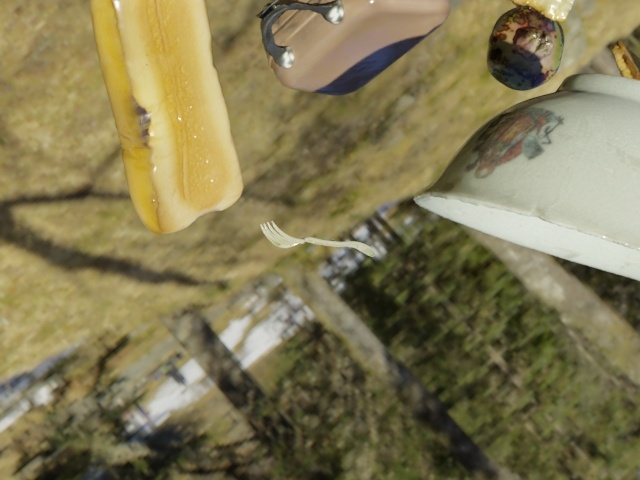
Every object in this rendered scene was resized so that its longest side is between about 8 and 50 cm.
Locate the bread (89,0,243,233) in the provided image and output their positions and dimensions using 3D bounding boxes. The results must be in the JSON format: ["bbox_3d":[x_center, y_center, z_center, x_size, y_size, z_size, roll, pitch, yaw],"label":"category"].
[{"bbox_3d":[-0.175,-0.159,1.253,0.091,0.305,0.142,16,-145,43],"label":"bread"}]

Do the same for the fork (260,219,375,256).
[{"bbox_3d":[0.001,0.006,1.560,0.034,0.028,0.219,-25,154,37],"label":"fork"}]

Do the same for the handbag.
[{"bbox_3d":[0.026,-0.361,1.802,0.283,0.149,0.302,-5,162,-41],"label":"handbag"}]

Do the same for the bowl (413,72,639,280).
[{"bbox_3d":[0.341,-0.074,1.290,0.435,0.435,0.195,19,88,-82],"label":"bowl"}]

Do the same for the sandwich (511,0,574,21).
[{"bbox_3d":[0.236,-0.314,1.105,0.220,0.186,0.108,-1,145,-26],"label":"sandwich"}]

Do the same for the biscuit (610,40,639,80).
[{"bbox_3d":[0.534,-0.227,1.804,0.029,0.247,0.118,-38,136,28],"label":"biscuit"}]

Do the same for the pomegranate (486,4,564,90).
[{"bbox_3d":[0.328,-0.317,1.806,0.138,0.126,0.163,-66,160,2],"label":"pomegranate"}]
